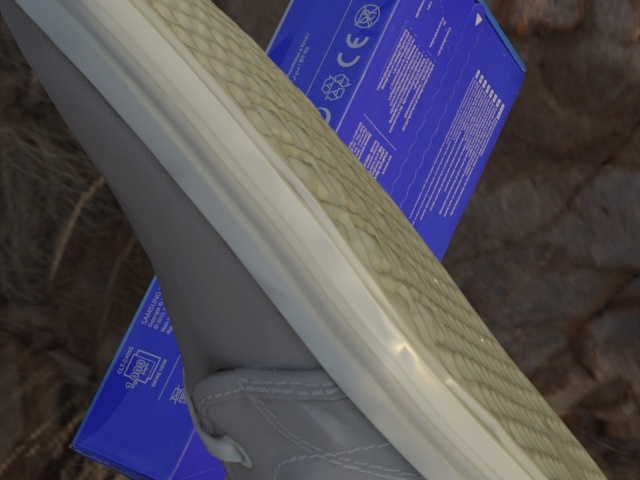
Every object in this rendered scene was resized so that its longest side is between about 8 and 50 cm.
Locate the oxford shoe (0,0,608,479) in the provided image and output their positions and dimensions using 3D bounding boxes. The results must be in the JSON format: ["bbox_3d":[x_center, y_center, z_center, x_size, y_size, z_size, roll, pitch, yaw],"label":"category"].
[{"bbox_3d":[0.010,0.072,0.534,0.130,0.169,0.449,-32,111,12],"label":"oxford shoe"}]

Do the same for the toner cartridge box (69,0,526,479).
[{"bbox_3d":[0.000,0.000,0.838,0.075,0.165,0.348,16,74,33],"label":"toner cartridge box"}]
